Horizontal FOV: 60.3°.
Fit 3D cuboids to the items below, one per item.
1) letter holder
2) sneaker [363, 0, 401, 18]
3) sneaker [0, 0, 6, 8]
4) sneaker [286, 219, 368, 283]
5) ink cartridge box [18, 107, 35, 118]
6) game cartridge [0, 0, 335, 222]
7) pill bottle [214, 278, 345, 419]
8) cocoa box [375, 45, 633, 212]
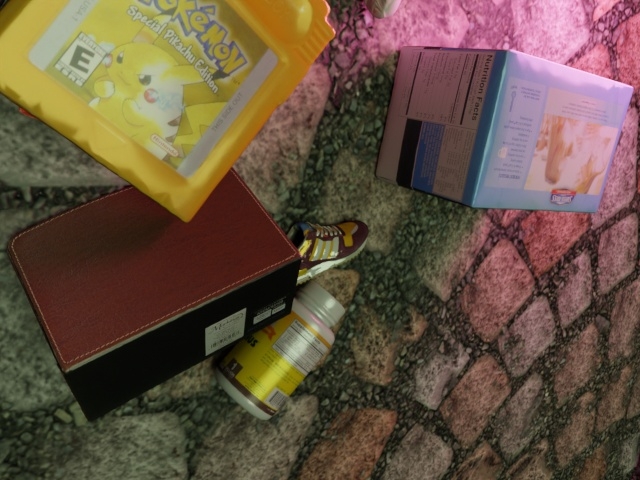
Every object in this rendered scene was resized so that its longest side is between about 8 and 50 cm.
[{"bbox_3d":[-0.212,0.048,0.729,0.301,0.214,0.152,-26,152,-26],"label":"letter holder"},{"bbox_3d":[0.135,-0.440,0.813,0.115,0.090,0.233,6,104,-39],"label":"sneaker"},{"bbox_3d":[-0.364,-0.233,0.509,0.122,0.146,0.331,27,89,-36],"label":"sneaker"},{"bbox_3d":[0.000,0.000,0.889,0.185,0.069,0.084,-31,126,-23],"label":"sneaker"},{"bbox_3d":[-0.221,-0.220,0.668,0.189,0.066,0.233,23,89,-38],"label":"ink cartridge box"},{"bbox_3d":[-0.159,-0.224,0.614,0.285,0.052,0.324,39,87,-36],"label":"game cartridge"},{"bbox_3d":[-0.059,0.168,0.879,0.215,0.117,0.117,-49,127,-11],"label":"pill bottle"},{"bbox_3d":[0.311,-0.183,0.937,0.346,0.228,0.232,0,107,-34],"label":"cocoa box"}]
